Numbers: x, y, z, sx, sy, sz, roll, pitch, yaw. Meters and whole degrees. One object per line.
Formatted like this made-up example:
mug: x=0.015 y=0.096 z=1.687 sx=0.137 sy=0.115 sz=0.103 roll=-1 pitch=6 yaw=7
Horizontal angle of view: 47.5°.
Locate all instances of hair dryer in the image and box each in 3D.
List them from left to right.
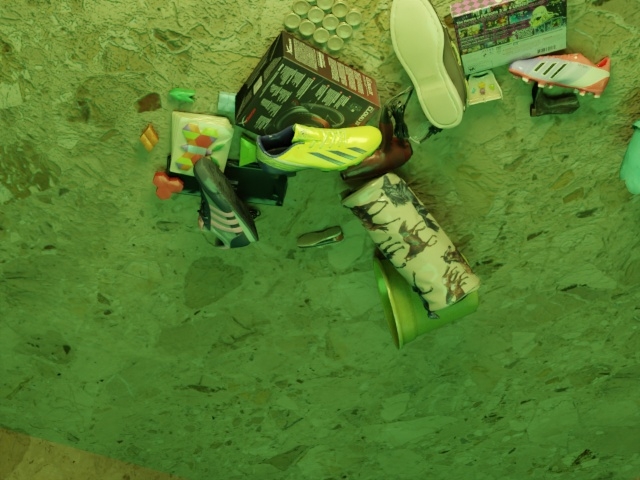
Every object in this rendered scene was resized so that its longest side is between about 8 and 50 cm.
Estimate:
hair dryer: x=0.153 y=-0.249 z=1.756 sx=0.223 sy=0.080 sz=0.293 roll=18 pitch=125 yaw=-45

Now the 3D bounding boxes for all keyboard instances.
keyboard: x=-0.251 y=-0.133 z=1.937 sx=0.317 sy=0.033 sz=0.202 roll=8 pitch=130 yaw=-8

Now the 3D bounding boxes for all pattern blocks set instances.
pattern blocks set: x=-0.302 y=-0.231 z=1.812 sx=0.285 sy=0.026 sz=0.325 roll=-1 pitch=131 yaw=-2

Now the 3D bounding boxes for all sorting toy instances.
sorting toy: x=0.377 y=-0.360 z=1.699 sx=0.083 sy=0.045 sz=0.075 roll=-10 pitch=129 yaw=11

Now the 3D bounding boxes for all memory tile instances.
memory tile: x=0.006 y=-0.483 z=1.580 sx=0.148 sy=0.012 sz=0.113 roll=23 pitch=132 yaw=-22

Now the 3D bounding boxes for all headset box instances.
headset box: x=-0.020 y=-0.313 z=1.681 sx=0.293 sy=0.110 sz=0.218 roll=21 pitch=133 yaw=-27

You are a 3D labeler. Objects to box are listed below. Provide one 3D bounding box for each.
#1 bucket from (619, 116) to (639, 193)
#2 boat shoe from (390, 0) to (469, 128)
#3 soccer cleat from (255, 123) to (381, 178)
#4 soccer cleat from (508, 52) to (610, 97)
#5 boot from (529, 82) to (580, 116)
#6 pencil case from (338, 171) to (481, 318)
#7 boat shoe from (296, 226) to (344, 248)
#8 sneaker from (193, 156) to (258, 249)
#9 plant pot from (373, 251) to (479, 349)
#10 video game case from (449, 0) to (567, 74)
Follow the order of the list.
bucket: x=0.857 y=-0.213 z=1.703 sx=0.281 sy=0.281 sz=0.183 roll=-2 pitch=130 yaw=1
boat shoe: x=0.245 y=-0.407 z=1.597 sx=0.116 sy=0.097 sz=0.324 roll=-6 pitch=125 yaw=34
soccer cleat: x=-0.007 y=-0.217 z=1.638 sx=0.289 sy=0.093 sz=0.121 roll=-11 pitch=137 yaw=8
soccer cleat: x=0.541 y=-0.387 z=1.643 sx=0.248 sy=0.083 sz=0.095 roll=8 pitch=107 yaw=-15
boot: x=0.560 y=-0.338 z=1.726 sx=0.114 sy=0.037 sz=0.106 roll=-3 pitch=146 yaw=4
pencil case: x=0.224 y=0.002 z=1.882 sx=0.410 sy=0.160 sz=0.183 roll=51 pitch=131 yaw=-5
boat shoe: x=0.000 y=0.000 z=2.072 sx=0.137 sy=0.049 sz=0.043 roll=-16 pitch=137 yaw=9
sneaker: x=-0.271 y=-0.078 z=1.862 sx=0.131 sy=0.112 sz=0.319 roll=-21 pitch=137 yaw=7
plant pot: x=0.310 y=0.150 z=2.108 sx=0.253 sy=0.276 sz=0.276 roll=-15 pitch=136 yaw=-2
video game case: x=0.405 y=-0.455 z=1.552 sx=0.232 sy=0.042 sz=0.210 roll=-13 pitch=155 yaw=13
